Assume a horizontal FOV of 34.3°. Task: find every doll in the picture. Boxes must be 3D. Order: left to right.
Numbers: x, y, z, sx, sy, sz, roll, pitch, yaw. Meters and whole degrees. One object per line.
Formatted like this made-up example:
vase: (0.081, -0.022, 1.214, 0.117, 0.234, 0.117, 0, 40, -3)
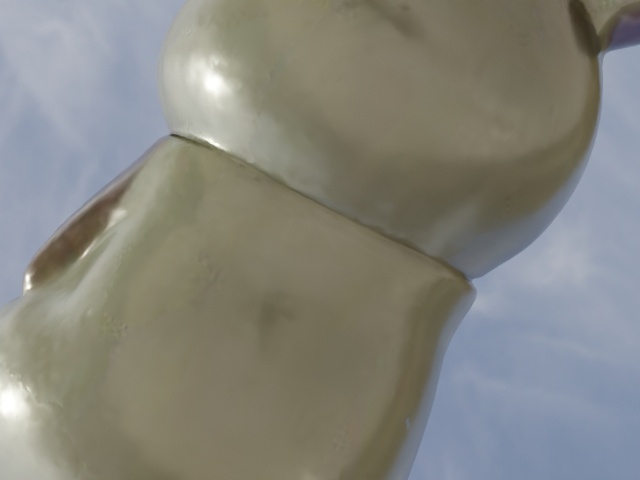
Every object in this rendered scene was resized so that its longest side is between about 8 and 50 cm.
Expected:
doll: (-0.015, 0.010, 0.499, 0.215, 0.226, 0.370, 29, -93, -19)
